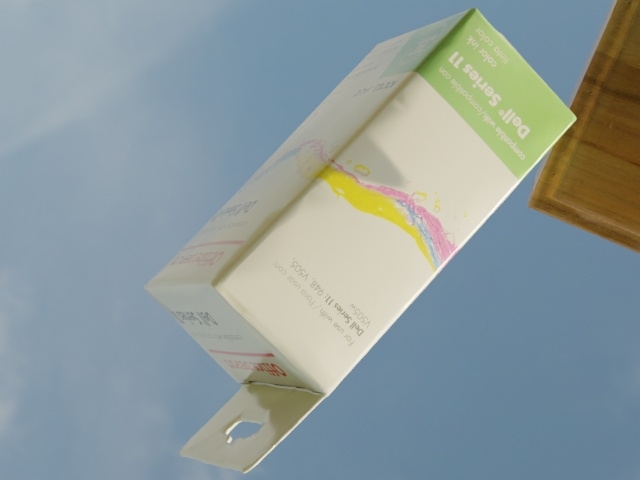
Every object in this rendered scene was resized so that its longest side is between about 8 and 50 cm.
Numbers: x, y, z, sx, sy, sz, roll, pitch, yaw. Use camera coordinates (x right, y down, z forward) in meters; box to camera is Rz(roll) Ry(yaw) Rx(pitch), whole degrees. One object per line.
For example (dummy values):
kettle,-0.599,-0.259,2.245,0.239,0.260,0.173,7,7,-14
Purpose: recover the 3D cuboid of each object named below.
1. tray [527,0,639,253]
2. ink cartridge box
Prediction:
tray,0.388,-0.042,1.424,0.076,0.411,0.203,-56,169,-75
ink cartridge box,0.000,0.000,1.373,0.353,0.119,0.207,-47,-168,-15
